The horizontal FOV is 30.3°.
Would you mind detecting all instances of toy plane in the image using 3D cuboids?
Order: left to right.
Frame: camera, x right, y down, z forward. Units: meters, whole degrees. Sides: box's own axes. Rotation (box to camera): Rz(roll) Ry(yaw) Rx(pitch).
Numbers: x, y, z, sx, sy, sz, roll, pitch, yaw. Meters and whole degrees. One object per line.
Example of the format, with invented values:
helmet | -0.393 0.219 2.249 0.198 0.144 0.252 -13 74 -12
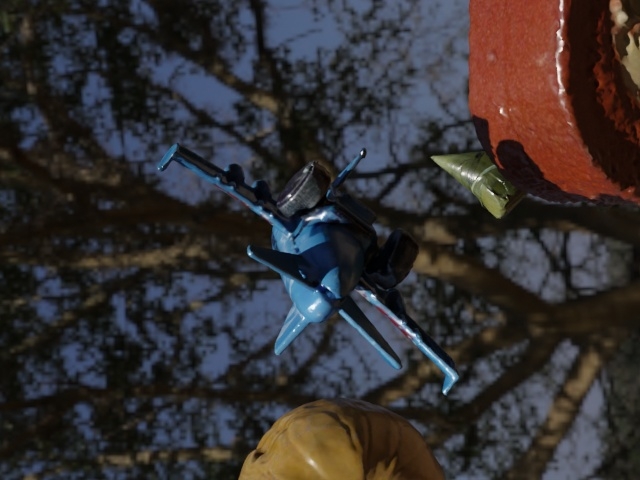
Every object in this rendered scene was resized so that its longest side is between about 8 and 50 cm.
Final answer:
toy plane | 0.000 0.000 0.841 0.254 0.105 0.271 38 -162 -13

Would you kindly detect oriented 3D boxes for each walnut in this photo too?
walnut | 0.014 0.240 1.068 0.222 0.195 0.195 175 94 -71

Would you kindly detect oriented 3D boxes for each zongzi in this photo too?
zongzi | 0.198 -0.092 1.325 0.104 0.113 0.052 -38 -31 -17

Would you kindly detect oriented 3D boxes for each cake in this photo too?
cake | 0.206 -0.163 0.886 0.151 0.177 0.282 -165 78 -65
